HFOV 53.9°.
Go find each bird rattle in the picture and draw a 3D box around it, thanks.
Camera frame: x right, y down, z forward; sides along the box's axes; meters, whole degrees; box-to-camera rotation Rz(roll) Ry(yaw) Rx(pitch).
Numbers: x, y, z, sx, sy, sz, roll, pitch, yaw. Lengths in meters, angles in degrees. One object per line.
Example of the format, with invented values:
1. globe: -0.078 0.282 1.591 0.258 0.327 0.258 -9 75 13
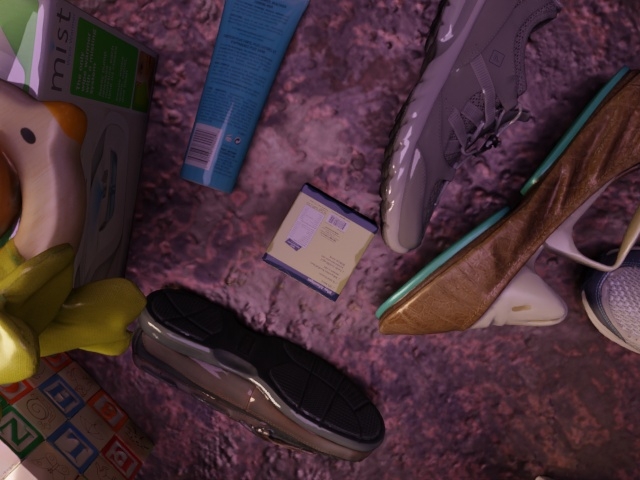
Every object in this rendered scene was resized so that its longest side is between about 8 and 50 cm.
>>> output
1. bird rattle: -0.234 0.000 0.380 0.253 0.143 0.207 9 86 9

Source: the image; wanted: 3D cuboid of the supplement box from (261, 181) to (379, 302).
1. supplement box: 0.000 0.000 0.613 0.083 0.056 0.083 30 97 -2

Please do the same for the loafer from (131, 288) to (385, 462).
1. loafer: -0.066 0.144 0.627 0.267 0.096 0.084 30 117 5

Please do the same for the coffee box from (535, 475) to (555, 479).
1. coffee box: 0.289 0.470 0.506 0.337 0.338 0.334 30 90 -1

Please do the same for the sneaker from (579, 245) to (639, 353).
1. sneaker: 0.380 0.095 0.580 0.283 0.122 0.110 30 97 -2

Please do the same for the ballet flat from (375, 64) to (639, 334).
1. ballet flat: 0.207 -0.003 0.577 0.342 0.116 0.124 -45 79 1

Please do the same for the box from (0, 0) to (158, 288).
1. box: -0.249 -0.060 0.526 0.126 0.231 0.262 11 96 0

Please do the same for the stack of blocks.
1. stack of blocks: -0.308 0.149 0.583 0.087 0.171 0.297 -42 93 6

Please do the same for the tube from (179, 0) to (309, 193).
1. tube: -0.079 -0.150 0.605 0.080 0.052 0.207 18 92 -5

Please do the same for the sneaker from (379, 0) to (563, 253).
1. sneaker: 0.133 -0.115 0.571 0.115 0.105 0.281 21 97 -1
